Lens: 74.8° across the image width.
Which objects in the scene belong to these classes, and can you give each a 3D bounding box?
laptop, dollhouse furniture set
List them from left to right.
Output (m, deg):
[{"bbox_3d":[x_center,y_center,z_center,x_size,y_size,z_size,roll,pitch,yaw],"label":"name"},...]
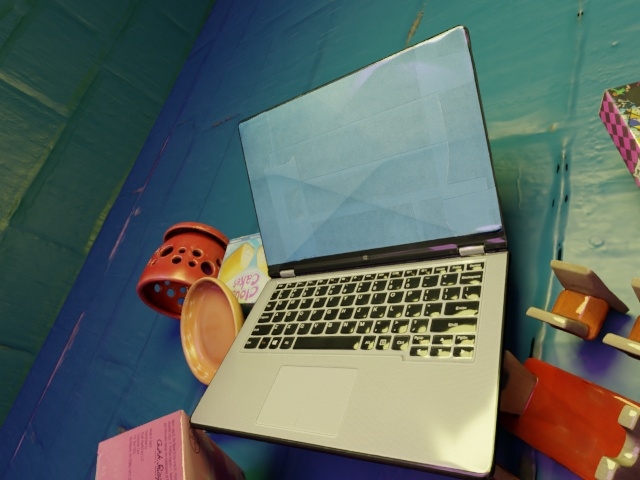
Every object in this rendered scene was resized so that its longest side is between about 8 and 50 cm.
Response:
[{"bbox_3d":[0.000,0.000,0.511,0.381,0.236,0.408,-10,37,36],"label":"laptop"},{"bbox_3d":[0.267,0.181,0.345,0.262,0.135,0.259,-61,27,-5],"label":"dollhouse furniture set"}]

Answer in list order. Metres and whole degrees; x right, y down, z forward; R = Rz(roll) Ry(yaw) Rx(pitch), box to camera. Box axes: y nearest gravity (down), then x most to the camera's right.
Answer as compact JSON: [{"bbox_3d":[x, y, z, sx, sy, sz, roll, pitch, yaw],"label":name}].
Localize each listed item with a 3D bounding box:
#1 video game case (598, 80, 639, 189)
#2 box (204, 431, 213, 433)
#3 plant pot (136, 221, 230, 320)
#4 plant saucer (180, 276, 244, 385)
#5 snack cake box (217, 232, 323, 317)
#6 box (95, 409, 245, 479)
[{"bbox_3d":[0.396,-0.071,0.356,0.210,0.042,0.232,-11,54,15],"label":"video game case"},{"bbox_3d":[-0.154,0.256,0.790,0.145,0.038,0.187,-26,49,34],"label":"box"},{"bbox_3d":[-0.291,0.070,0.954,0.191,0.191,0.174,-25,39,35],"label":"plant pot"},{"bbox_3d":[-0.202,0.169,0.794,0.199,0.037,0.200,-2,88,45],"label":"plant saucer"},{"bbox_3d":[-0.092,0.066,0.812,0.264,0.089,0.152,-11,57,43],"label":"snack cake box"},{"bbox_3d":[-0.175,0.387,0.541,0.117,0.243,0.214,-20,42,-5],"label":"box"}]
